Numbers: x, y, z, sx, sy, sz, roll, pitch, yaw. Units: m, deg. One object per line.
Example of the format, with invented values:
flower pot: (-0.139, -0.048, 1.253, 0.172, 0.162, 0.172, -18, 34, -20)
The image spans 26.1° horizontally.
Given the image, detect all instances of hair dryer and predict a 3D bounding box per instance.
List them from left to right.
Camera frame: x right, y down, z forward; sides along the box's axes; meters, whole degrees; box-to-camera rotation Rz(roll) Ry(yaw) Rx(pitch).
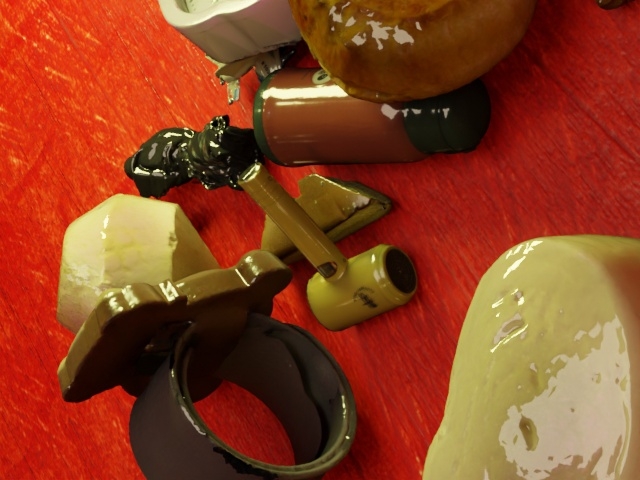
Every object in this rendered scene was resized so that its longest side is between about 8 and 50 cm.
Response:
hair dryer: (0.000, 0.000, 1.855, 0.135, 0.279, 0.090, -25, 28, 37)

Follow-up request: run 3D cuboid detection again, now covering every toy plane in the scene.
toy plane: (-0.065, -0.315, 2.049, 0.262, 0.088, 0.192, -35, 70, 22)

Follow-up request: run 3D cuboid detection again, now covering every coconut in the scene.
coconut: (-0.270, 0.058, 2.084, 0.259, 0.259, 0.259, -5, 82, 40)

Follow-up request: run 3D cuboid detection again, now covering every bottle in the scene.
bottle: (0.071, -0.171, 1.869, 0.336, 0.144, 0.144, 2, 87, 40)

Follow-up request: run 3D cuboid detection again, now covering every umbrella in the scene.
umbrella: (-0.203, -0.128, 2.133, 0.272, 0.110, 0.122, -5, 82, 45)

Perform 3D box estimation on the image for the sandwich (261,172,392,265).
sandwich: (-0.004, -0.037, 1.957, 0.244, 0.090, 0.088, -31, 70, 37)

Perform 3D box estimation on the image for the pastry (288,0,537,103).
pastry: (0.118, -0.322, 1.757, 0.356, 0.164, 0.356, -6, 48, 7)

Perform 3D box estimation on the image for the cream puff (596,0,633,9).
cream puff: (0.355, -0.341, 1.685, 0.116, 0.094, 0.122, -54, 32, 19)

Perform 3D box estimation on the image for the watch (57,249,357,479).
watch: (-0.139, 0.227, 1.870, 0.327, 0.335, 0.314, 57, 131, 26)

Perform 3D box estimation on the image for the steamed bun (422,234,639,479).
steamed bun: (0.311, 0.226, 1.479, 0.290, 0.371, 0.456, 12, 97, 39)

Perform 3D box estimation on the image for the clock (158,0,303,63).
clock: (-0.088, -0.420, 2.000, 0.338, 0.102, 0.338, -22, 50, 28)
